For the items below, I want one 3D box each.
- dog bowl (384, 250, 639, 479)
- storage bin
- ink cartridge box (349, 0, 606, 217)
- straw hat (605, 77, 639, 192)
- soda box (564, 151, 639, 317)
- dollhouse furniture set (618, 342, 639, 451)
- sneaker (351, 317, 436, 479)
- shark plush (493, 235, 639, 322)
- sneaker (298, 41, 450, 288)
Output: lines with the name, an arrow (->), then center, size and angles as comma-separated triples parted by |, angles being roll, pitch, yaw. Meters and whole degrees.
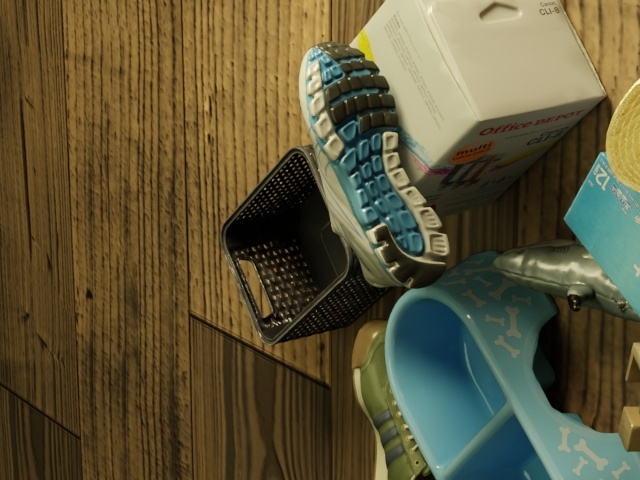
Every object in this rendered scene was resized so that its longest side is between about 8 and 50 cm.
dog bowl -> 0.147, 0.150, 1.507 | 0.297, 0.074, 0.166 | 62, 143, 22
storage bin -> 0.000, 0.000, 1.669 | 0.180, 0.084, 0.122 | -44, 63, 51
ink cartridge box -> 0.098, -0.108, 1.445 | 0.176, 0.128, 0.127 | -48, 62, 52
straw hat -> 0.263, -0.062, 1.270 | 0.144, 0.144, 0.061 | 24, 162, 51
soda box -> 0.258, 0.030, 1.307 | 0.210, 0.067, 0.071 | 56, 142, 30
dollhouse furniture set -> 0.269, 0.186, 1.355 | 0.161, 0.101, 0.182 | -101, 15, -55
sneaker -> 0.082, 0.162, 1.620 | 0.086, 0.064, 0.192 | 16, 119, 52
shark plush -> 0.199, 0.043, 1.399 | 0.161, 0.067, 0.073 | 44, 134, 40
sneaker -> 0.022, -0.049, 1.402 | 0.083, 0.071, 0.190 | -21, 88, 61
